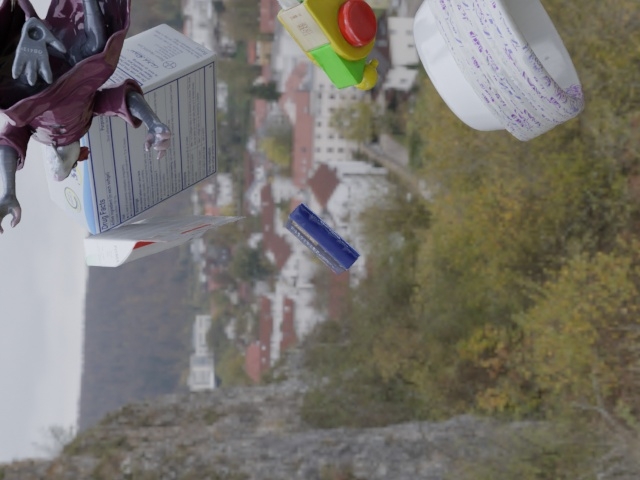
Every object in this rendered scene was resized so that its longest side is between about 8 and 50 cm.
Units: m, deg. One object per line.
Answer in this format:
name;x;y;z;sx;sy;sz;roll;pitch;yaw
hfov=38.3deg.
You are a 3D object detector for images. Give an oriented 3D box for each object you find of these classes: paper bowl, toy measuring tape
paper bowl;0.238;-0.270;1.291;0.148;0.284;0.284;-29;48;28
toy measuring tape;-0.011;-0.354;1.326;0.330;0.121;0.121;49;-167;-28

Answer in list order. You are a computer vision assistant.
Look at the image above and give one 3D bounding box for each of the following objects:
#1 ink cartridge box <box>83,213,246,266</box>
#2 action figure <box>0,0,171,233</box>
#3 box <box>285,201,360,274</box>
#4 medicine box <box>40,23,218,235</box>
ink cartridge box;-0.259;0.000;1.544;0.224;0.181;0.056;4;107;40
action figure;-0.348;-0.190;1.157;0.276;0.248;0.370;62;159;9
box;0.000;0.000;1.615;0.036;0.136;0.225;-47;-1;-7
medicine box;-0.332;-0.197;1.621;0.149;0.289;0.263;35;140;29
